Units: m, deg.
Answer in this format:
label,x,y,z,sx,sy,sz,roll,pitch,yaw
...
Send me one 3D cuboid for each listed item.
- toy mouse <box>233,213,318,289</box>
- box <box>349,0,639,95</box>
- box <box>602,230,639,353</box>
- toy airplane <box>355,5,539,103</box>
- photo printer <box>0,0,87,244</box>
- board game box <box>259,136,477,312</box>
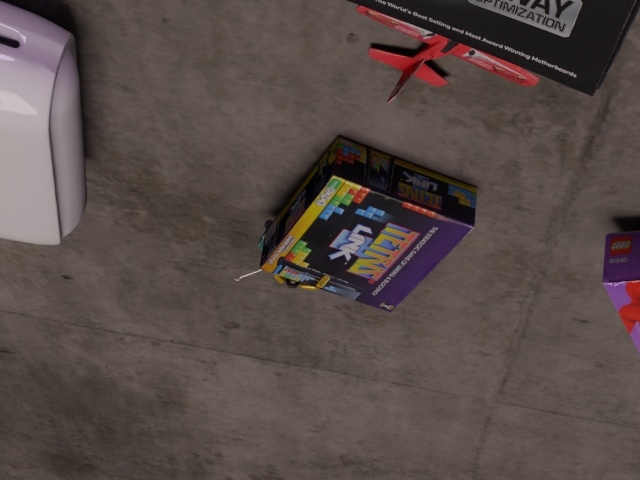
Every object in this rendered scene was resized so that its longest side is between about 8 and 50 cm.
label,x,y,z,sx,sy,sz,roll,pitch,yaw
toy mouse,0.000,0.000,1.454,0.161,0.031,0.143,8,146,-2
box,0.051,-0.223,0.840,0.307,0.076,0.242,22,156,5
box,0.397,0.084,1.374,0.201,0.057,0.293,-5,145,25
toy airplane,0.088,-0.142,1.116,0.151,0.028,0.151,11,155,5
photo printer,-0.328,-0.114,1.273,0.256,0.107,0.307,13,156,-2
board game box,0.041,-0.009,1.362,0.141,0.048,0.170,20,143,-15
